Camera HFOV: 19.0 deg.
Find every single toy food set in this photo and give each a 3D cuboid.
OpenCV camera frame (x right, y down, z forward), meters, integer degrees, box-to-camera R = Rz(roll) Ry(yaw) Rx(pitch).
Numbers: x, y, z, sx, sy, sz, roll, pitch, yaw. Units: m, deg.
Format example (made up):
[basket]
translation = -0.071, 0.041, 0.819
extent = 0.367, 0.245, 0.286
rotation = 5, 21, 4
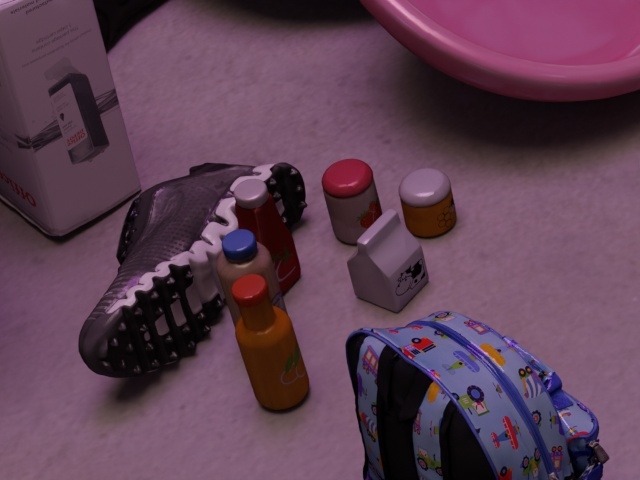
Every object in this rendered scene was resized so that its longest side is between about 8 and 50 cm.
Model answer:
[toy food set]
translation = 0.000, 0.000, 1.363
extent = 0.111, 0.104, 0.232
rotation = 22, 53, 35

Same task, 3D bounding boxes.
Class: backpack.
[backpack]
translation = 0.092, 0.112, 1.156
extent = 0.117, 0.173, 0.158
rotation = -33, 43, -20

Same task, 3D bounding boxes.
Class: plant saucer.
[plant saucer]
translation = 0.162, -0.236, 1.522
extent = 0.332, 0.084, 0.332
rotation = 5, 57, -8

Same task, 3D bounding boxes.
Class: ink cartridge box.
[ink cartridge box]
translation = -0.237, -0.133, 1.499
extent = 0.092, 0.218, 0.158
rotation = -31, 43, -25

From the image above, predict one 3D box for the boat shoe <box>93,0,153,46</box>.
[boat shoe]
translation = -0.242, -0.219, 1.688
extent = 0.120, 0.122, 0.324
rotation = 14, 40, 37

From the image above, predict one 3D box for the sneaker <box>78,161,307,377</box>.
[sneaker]
translation = -0.114, 0.016, 1.407
extent = 0.106, 0.078, 0.234
rotation = 14, 45, 33
